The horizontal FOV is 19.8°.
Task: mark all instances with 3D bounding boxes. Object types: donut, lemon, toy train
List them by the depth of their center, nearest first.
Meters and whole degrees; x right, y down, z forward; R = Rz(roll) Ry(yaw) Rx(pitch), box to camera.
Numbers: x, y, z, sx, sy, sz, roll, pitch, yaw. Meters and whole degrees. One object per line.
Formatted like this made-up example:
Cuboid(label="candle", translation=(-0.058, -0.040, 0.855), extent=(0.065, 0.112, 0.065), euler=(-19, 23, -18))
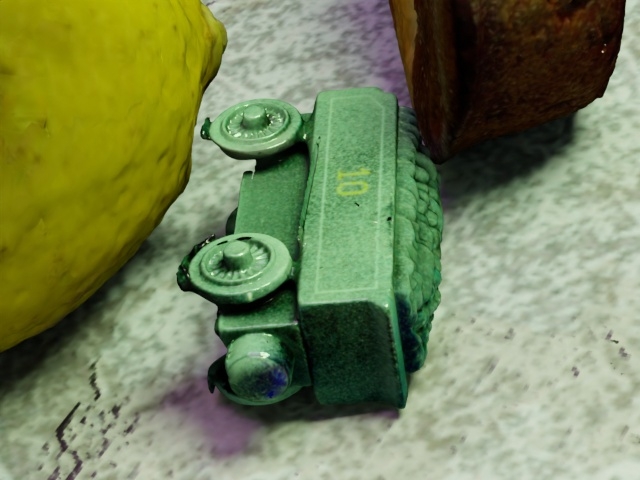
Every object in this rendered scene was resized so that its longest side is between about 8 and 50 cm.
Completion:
Cuboid(label="toy train", translation=(0.000, 0.000, 0.739), extent=(0.099, 0.070, 0.172), euler=(-5, 38, 8))
Cuboid(label="lemon", translation=(-0.185, -0.066, 0.756), extent=(0.310, 0.253, 0.253), euler=(-16, 35, -19))
Cuboid(label="donut", translation=(0.075, -0.118, 0.797), extent=(0.085, 0.141, 0.217), euler=(-9, 38, -3))
